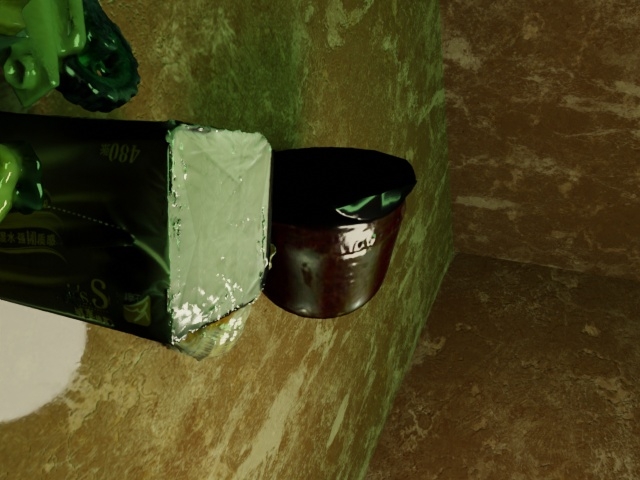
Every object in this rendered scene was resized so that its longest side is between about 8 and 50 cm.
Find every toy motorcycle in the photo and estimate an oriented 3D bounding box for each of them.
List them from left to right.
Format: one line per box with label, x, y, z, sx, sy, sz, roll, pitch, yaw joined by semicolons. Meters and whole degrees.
toy motorcycle;-0.323;-0.316;0.493;0.411;0.168;0.237;65;26;-5

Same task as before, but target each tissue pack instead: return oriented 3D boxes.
tissue pack;-0.256;-0.040;0.587;0.198;0.369;0.210;-28;123;-63

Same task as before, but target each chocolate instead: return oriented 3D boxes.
chocolate;0.000;0.000;1.112;0.383;0.383;0.332;-38;133;-53

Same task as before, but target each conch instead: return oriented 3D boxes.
conch;-0.208;0.090;0.937;0.210;0.159;0.291;23;108;-45

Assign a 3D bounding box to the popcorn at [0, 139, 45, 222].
popcorn;-0.427;-0.048;0.387;0.237;0.292;0.293;-46;138;-58
